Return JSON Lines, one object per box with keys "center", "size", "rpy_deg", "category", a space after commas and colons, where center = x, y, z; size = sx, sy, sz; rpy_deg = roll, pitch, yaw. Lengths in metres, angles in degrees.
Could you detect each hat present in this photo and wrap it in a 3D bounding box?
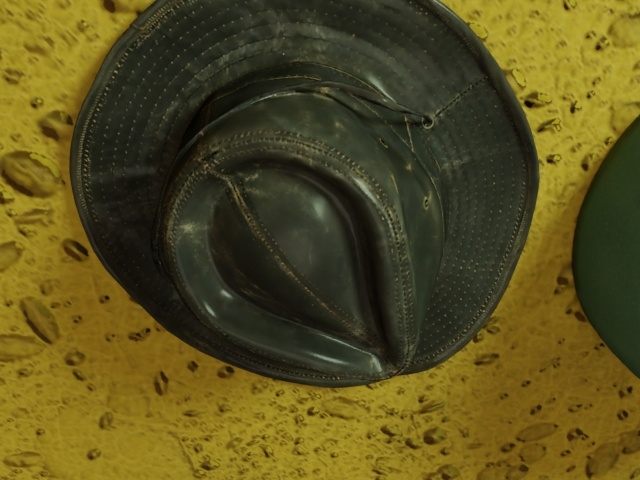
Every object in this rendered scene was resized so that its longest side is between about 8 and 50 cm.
{"center": [0.000, 0.000, 0.458], "size": [0.332, 0.134, 0.331], "rpy_deg": [-2, 119, -4], "category": "hat"}

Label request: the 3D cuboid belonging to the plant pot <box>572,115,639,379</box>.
{"center": [0.338, 0.035, 0.465], "size": [0.290, 0.195, 0.290], "rpy_deg": [-2, 119, -4], "category": "plant pot"}
